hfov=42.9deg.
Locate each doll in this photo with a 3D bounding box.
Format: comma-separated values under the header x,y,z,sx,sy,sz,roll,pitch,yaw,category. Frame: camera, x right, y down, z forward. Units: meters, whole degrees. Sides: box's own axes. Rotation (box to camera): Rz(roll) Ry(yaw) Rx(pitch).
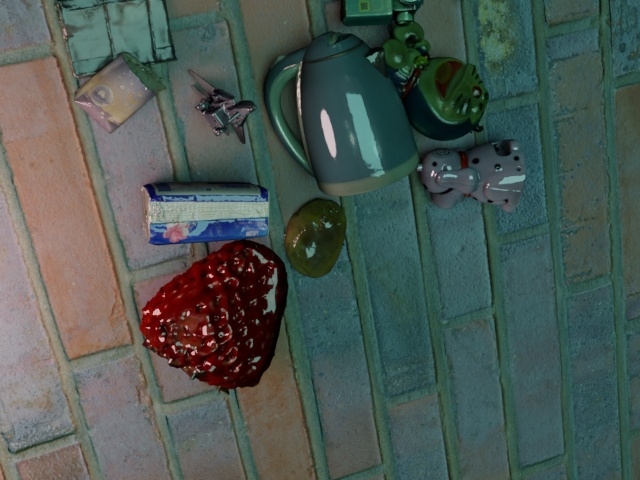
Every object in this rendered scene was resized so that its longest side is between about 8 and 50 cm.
x,y,z,sx,sy,sz,roll,pitch,yaw,category
0.263,-0.361,1.926,0.322,0.186,0.198,41,60,-7,doll

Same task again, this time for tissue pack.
x,y,z,sx,sy,sz,roll,pitch,yaw,category
-0.262,-0.061,1.831,0.269,0.209,0.137,-1,97,-18,tissue pack

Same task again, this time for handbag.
x,y,z,sx,sy,sz,roll,pitch,yaw,category
-0.431,-0.327,1.761,0.173,0.095,0.117,-36,126,11,handbag

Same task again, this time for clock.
x,y,z,sx,sy,sz,roll,pitch,yaw,category
0.365,-0.165,2.033,0.254,0.189,0.189,-2,107,-3,clock

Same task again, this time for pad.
x,y,z,sx,sy,sz,roll,pitch,yaw,category
-0.439,-0.452,1.763,0.233,0.022,0.174,-13,110,-14,pad

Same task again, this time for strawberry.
x,y,z,sx,sy,sz,roll,pitch,yaw,category
-0.220,0.155,1.880,0.317,0.295,0.345,32,89,2,strawberry

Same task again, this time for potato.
x,y,z,sx,sy,sz,roll,pitch,yaw,category
0.000,0.000,2.006,0.164,0.081,0.200,10,105,-21,potato

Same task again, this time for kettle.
x,y,z,sx,sy,sz,roll,pitch,yaw,category
0.029,-0.295,1.853,0.319,0.247,0.342,-11,113,21,kettle

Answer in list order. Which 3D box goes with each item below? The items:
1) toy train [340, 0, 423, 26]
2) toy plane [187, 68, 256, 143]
x,y,z,sx,sy,sz,roll,pitch,yaw,category
0.136,-0.626,1.817,0.194,0.120,0.298,-2,91,4,toy train
-0.201,-0.276,1.758,0.088,0.267,0.212,-40,114,-9,toy plane
